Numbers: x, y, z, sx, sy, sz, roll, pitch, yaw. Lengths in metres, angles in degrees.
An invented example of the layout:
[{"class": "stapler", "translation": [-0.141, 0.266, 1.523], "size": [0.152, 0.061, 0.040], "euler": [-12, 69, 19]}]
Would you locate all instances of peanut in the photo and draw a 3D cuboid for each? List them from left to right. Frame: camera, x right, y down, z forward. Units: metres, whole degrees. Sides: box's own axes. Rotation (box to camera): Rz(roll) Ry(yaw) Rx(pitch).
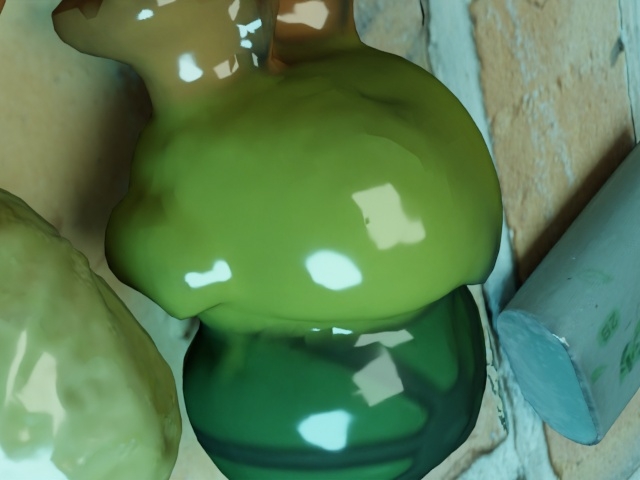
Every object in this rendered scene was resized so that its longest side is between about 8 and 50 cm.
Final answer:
[{"class": "peanut", "translation": [-0.139, 0.121, 0.586], "size": [0.148, 0.148, 0.318], "euler": [-26, 117, -35]}]

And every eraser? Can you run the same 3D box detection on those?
[{"class": "eraser", "translation": [0.254, 0.038, 0.974], "size": [0.227, 0.081, 0.174], "euler": [-48, 131, -22]}]

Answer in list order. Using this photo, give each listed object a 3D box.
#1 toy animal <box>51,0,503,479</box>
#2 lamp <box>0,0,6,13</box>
[{"class": "toy animal", "translation": [0.003, 0.002, 0.639], "size": [0.216, 0.191, 0.338], "euler": [-36, 123, -45]}, {"class": "lamp", "translation": [-0.201, -0.135, 0.424], "size": [0.187, 0.164, 0.187], "euler": [12, 90, -87]}]
